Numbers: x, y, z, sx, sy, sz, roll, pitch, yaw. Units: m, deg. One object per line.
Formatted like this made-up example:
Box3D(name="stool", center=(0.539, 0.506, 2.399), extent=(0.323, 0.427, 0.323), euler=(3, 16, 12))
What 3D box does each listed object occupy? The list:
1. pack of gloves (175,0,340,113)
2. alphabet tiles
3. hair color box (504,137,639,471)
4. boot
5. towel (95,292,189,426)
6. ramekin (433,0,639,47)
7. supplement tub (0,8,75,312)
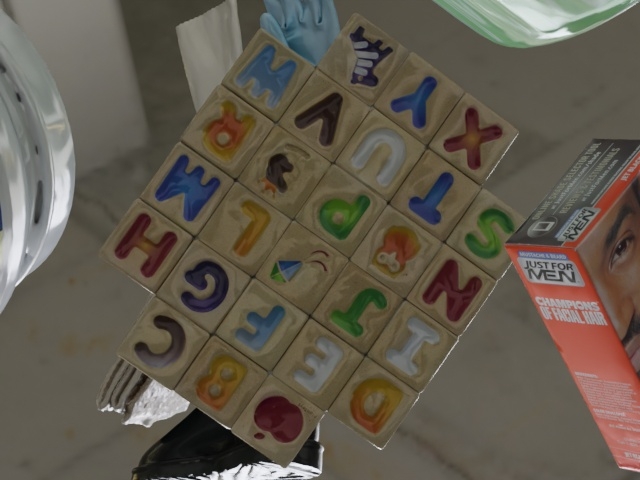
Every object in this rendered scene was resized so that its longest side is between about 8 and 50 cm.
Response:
Box3D(name="pack of gloves", center=(-0.058, -0.117, 1.519), extent=(0.195, 0.232, 0.046), euler=(-20, 165, 39))
Box3D(name="alphabet tiles", center=(0.000, 0.000, 1.407), extent=(0.342, 0.285, 0.011), euler=(-55, -172, -4))
Box3D(name="hair color box", center=(0.174, 0.038, 0.931), extent=(0.053, 0.167, 0.093), euler=(4, -137, 49))
Box3D(name="boot", center=(-0.077, 0.130, 1.612), extent=(0.246, 0.094, 0.207), euler=(-21, -124, 46))
Box3D(name="towel", center=(-0.135, 0.093, 1.727), extent=(0.049, 0.187, 0.282), euler=(30, -175, 9))
Box3D(name="ramekin", center=(0.129, -0.244, 0.867), extent=(0.303, 0.148, 0.303), euler=(-44, -159, 22))
Box3D(name="supplement tub", center=(-0.296, -0.006, 0.863), extent=(0.235, 0.235, 0.325), euler=(11, -154, 24))
